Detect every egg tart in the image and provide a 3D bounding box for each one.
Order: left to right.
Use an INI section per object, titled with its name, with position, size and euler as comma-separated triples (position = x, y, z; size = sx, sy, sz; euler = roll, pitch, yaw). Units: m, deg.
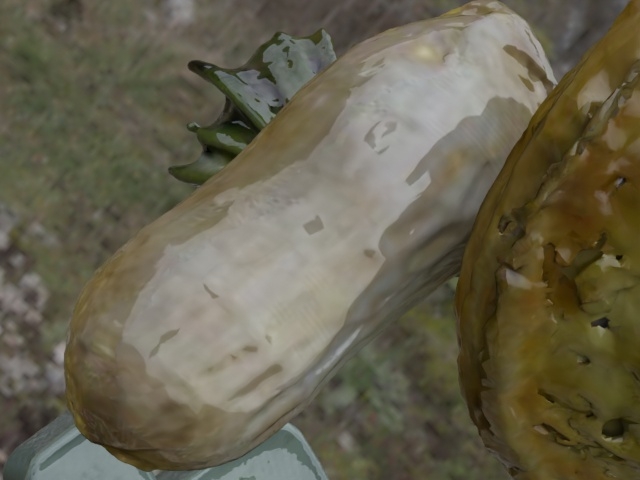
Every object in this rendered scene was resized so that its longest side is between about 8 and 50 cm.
[egg tart]
position = 0.279, 0.008, 0.914
size = 0.443, 0.443, 0.178
euler = 12, 32, -39

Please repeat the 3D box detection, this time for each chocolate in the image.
[chocolate]
position = 0.000, 0.000, 0.950
size = 0.134, 0.309, 0.134
euler = 45, -9, 9

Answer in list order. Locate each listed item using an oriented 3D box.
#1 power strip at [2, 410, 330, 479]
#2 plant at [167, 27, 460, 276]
[power strip]
position = -0.112, 0.192, 1.094
size = 0.265, 0.059, 0.193
euler = -36, 108, -26
[plant]
position = 0.020, -0.064, 1.392
size = 0.251, 0.180, 0.333
euler = -8, 11, -9
